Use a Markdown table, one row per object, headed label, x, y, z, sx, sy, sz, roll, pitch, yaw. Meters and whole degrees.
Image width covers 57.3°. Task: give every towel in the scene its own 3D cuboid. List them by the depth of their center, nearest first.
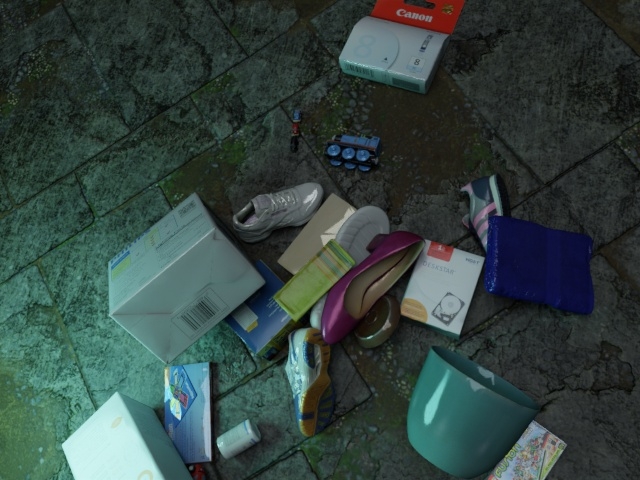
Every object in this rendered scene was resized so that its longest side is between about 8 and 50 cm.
| label | x | y | z | sx | sy | sz | roll | pitch | yaw |
| --- | --- | --- | --- | --- | --- | --- | --- | --- | --- |
| towel | 0.586 | 0.067 | 1.580 | 0.308 | 0.076 | 0.228 | 13 | 69 | -11 |
| towel | -0.017 | 0.109 | 1.631 | 0.237 | 0.021 | 0.102 | -44 | 72 | -4 |

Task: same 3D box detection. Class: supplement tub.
| label | x | y | z | sx | sy | sz | roll | pitch | yaw |
| --- | --- | --- | --- | --- | --- | --- | --- | --- | --- |
| supplement tub | -0.228 | 0.557 | 1.644 | 0.107 | 0.071 | 0.071 | -30 | 67 | 1 |

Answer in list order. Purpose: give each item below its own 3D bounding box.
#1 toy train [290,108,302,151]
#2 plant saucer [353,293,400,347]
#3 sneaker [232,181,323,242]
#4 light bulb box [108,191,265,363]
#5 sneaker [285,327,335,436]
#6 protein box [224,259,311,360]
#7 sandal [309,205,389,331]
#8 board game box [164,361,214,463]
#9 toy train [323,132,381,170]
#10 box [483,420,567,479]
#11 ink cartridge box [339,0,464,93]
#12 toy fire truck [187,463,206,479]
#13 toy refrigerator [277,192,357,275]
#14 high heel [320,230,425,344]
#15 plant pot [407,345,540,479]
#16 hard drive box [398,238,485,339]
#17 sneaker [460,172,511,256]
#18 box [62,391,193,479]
| label | x | y | z | sx | sy | sz | roll | pitch | yaw |
| --- | --- | --- | --- | --- | --- | --- | --- | --- | --- |
| toy train | -0.083 | -0.373 | 1.957 | 0.027 | 0.036 | 0.158 | 2 | 71 | 13 |
| plant saucer | 0.151 | 0.220 | 1.648 | 0.168 | 0.029 | 0.168 | -36 | 34 | 29 |
| sneaker | -0.130 | -0.096 | 1.809 | 0.305 | 0.152 | 0.114 | -29 | 65 | 0 |
| light bulb box | -0.396 | 0.091 | 1.674 | 0.358 | 0.225 | 0.361 | -39 | 27 | -3 |
| sneaker | -0.037 | 0.394 | 1.654 | 0.131 | 0.112 | 0.296 | -4 | 82 | 54 |
| protein box | -0.163 | 0.206 | 1.717 | 0.200 | 0.136 | 0.201 | -45 | 68 | -6 |
| sandal | 0.065 | 0.077 | 1.727 | 0.102 | 0.169 | 0.416 | 6 | 65 | 57 |
| board game box | -0.386 | 0.507 | 1.720 | 0.145 | 0.027 | 0.281 | -8 | 69 | 8 |
| toy train | 0.103 | -0.287 | 1.868 | 0.184 | 0.080 | 0.105 | 13 | 65 | 19 |
| box | 0.520 | 0.569 | 1.492 | 0.114 | 0.036 | 0.207 | 34 | 81 | 21 |
| ink cartridge box | 0.278 | -0.705 | 1.968 | 0.308 | 0.091 | 0.385 | 20 | 77 | 18 |
| toy fire truck | -0.400 | 0.716 | 1.614 | 0.192 | 0.047 | 0.135 | -24 | 48 | 2 |
| toy refrigerator | 0.000 | 0.000 | 1.779 | 0.102 | 0.094 | 0.269 | 35 | 83 | 21 |
| high heel | 0.139 | 0.127 | 1.605 | 0.181 | 0.127 | 0.377 | 2 | 59 | 58 |
| plant pot | 0.351 | 0.437 | 1.454 | 0.293 | 0.293 | 0.235 | 30 | 95 | 20 |
| hard drive box | 0.341 | 0.138 | 1.656 | 0.181 | 0.089 | 0.232 | 17 | 75 | 17 |
| sneaker | 0.481 | -0.028 | 1.692 | 0.131 | 0.112 | 0.319 | -12 | 69 | 34 |
| box | -0.513 | 0.620 | 1.580 | 0.215 | 0.168 | 0.345 | -44 | 49 | -5 |
